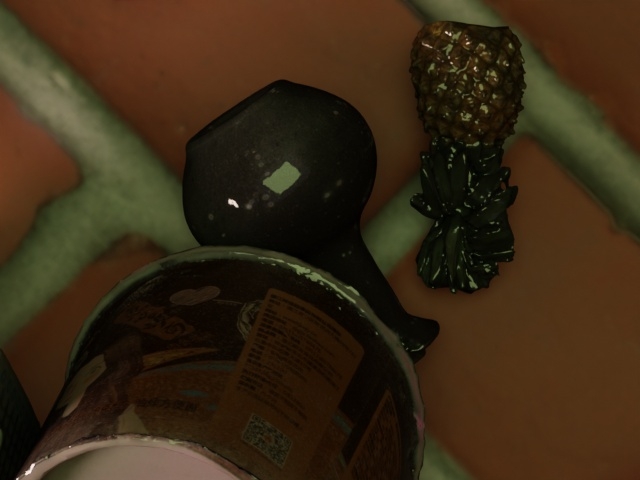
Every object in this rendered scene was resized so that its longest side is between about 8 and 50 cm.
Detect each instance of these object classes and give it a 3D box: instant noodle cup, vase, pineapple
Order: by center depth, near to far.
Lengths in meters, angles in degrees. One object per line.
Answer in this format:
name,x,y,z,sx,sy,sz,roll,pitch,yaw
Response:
instant noodle cup,-0.062,0.136,0.955,0.217,0.207,0.217,3,109,9
vase,0.000,0.000,1.061,0.120,0.120,0.183,-34,99,-4
pineapple,0.086,-0.048,1.085,0.074,0.074,0.159,1,89,0

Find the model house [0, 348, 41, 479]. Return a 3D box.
model house,-0.264,0.108,0.986,0.215,0.224,0.198,38,73,11
